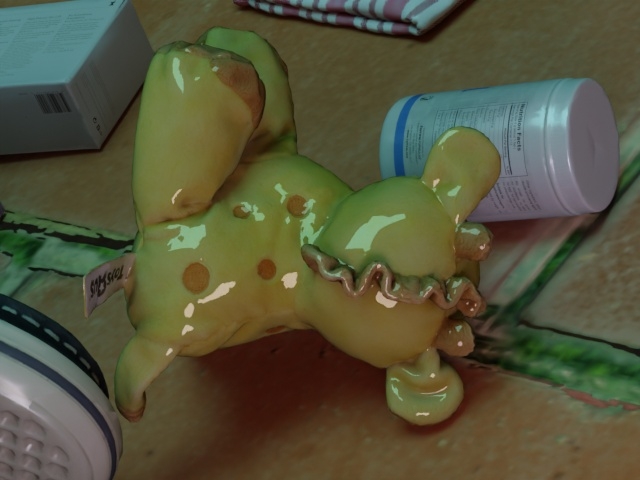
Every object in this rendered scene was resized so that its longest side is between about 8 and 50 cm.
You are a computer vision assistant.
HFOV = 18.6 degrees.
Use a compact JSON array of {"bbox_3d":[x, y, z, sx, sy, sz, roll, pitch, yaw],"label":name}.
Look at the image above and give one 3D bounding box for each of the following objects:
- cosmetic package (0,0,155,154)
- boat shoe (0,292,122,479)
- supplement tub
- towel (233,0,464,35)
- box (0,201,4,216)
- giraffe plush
[{"bbox_3d":[-0.236,-0.104,1.304,0.239,0.060,0.099,-2,42,28],"label":"cosmetic package"},{"bbox_3d":[-0.266,0.033,1.033,0.500,0.187,0.156,7,51,48],"label":"boat shoe"},{"bbox_3d":[0.091,-0.044,0.993,0.107,0.071,0.071,-4,39,30],"label":"supplement tub"},{"bbox_3d":[0.044,-0.192,1.271,0.197,0.029,0.144,17,53,47],"label":"towel"},{"bbox_3d":[-0.290,-0.124,1.133,0.067,0.324,0.063,-2,37,32],"label":"box"},{"bbox_3d":[0.000,0.000,0.933,0.170,0.181,0.210,7,30,10],"label":"giraffe plush"}]
